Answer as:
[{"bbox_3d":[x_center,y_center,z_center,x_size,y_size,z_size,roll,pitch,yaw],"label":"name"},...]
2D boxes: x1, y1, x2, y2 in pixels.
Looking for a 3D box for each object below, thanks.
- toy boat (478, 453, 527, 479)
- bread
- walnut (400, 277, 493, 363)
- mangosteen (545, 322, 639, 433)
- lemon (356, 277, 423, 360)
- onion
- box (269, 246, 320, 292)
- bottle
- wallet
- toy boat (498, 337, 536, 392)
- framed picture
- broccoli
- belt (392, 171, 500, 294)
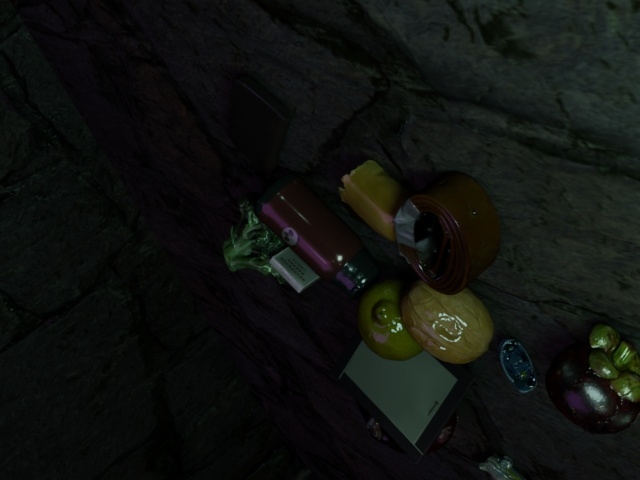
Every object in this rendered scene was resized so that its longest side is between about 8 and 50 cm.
[{"bbox_3d":[0.509,0.630,1.990,0.210,0.066,0.084,39,157,23],"label":"toy boat"},{"bbox_3d":[0.123,-0.072,1.564,0.173,0.085,0.134,42,157,19],"label":"bread"},{"bbox_3d":[0.261,0.163,1.591,0.206,0.159,0.159,38,156,11],"label":"walnut"},{"bbox_3d":[0.480,0.240,1.317,0.166,0.166,0.180,40,132,22],"label":"mangosteen"},{"bbox_3d":[0.174,0.183,1.759,0.184,0.184,0.248,39,173,25],"label":"lemon"},{"bbox_3d":[0.204,0.416,1.998,0.314,0.232,0.314,28,128,43],"label":"onion"},{"bbox_3d":[-0.026,0.045,1.899,0.109,0.198,0.029,45,133,11],"label":"box"},{"bbox_3d":[0.000,0.000,1.837,0.336,0.144,0.144,46,158,9],"label":"bottle"},{"bbox_3d":[-0.150,-0.268,1.828,0.165,0.042,0.309,45,159,8],"label":"wallet"},{"bbox_3d":[0.406,0.255,1.587,0.137,0.060,0.061,64,174,-17],"label":"toy boat"},{"bbox_3d":[0.190,0.328,1.874,0.016,0.265,0.347,11,-156,-48],"label":"framed picture"},{"bbox_3d":[-0.145,-0.001,2.024,0.261,0.241,0.269,54,-162,-69],"label":"broccoli"},{"bbox_3d":[0.233,-0.011,1.431,0.184,0.105,0.261,43,158,22],"label":"belt"}]
